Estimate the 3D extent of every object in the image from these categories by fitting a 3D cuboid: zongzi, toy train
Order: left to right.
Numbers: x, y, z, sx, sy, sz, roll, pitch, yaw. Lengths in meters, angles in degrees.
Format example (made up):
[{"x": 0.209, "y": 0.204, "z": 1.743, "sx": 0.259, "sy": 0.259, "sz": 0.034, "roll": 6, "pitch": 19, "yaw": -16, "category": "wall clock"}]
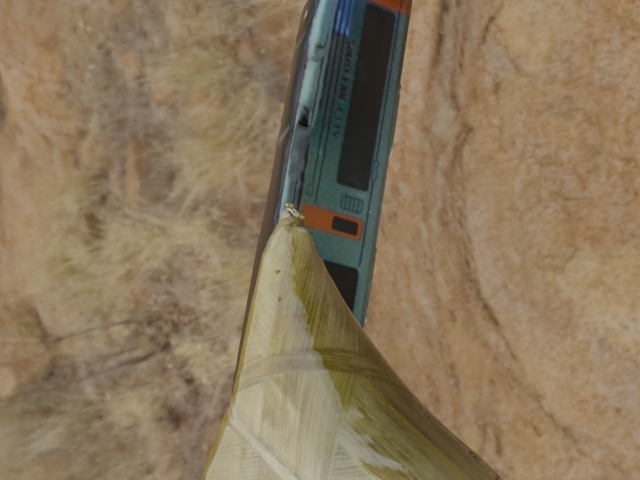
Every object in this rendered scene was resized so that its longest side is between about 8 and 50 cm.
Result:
[{"x": 0.000, "y": 0.000, "z": 0.803, "sx": 0.086, "sy": 0.089, "sz": 0.409, "roll": 148, "pitch": 133, "yaw": -66, "category": "toy train"}, {"x": 0.026, "y": 0.091, "z": 0.565, "sx": 0.194, "sy": 0.099, "sz": 0.197, "roll": 14, "pitch": 96, "yaw": 34, "category": "zongzi"}]
